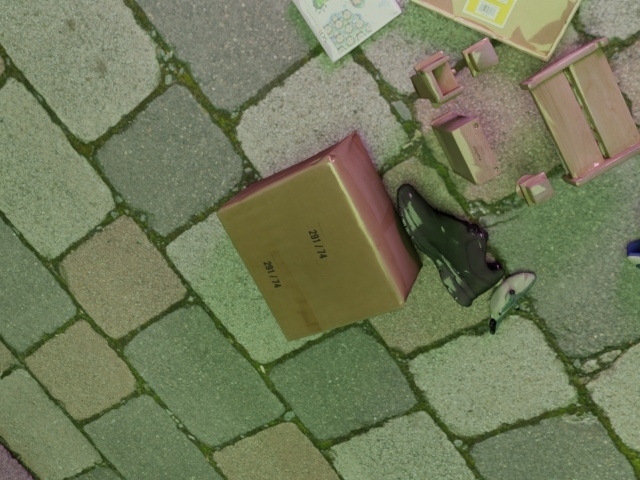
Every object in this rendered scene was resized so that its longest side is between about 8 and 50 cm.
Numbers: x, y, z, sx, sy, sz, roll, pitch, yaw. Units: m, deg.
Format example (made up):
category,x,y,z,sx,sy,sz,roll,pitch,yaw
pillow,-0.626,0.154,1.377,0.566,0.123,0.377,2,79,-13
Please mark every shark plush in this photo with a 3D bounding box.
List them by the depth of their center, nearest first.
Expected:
category,x,y,z,sx,sy,sz,roll,pitch,yaw
shark plush,0.387,0.136,1.166,0.067,0.073,0.161,3,112,-17

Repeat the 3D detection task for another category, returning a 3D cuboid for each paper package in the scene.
category,x,y,z,sx,sy,sz,roll,pitch,yaw
paper package,0.000,0.000,1.145,0.309,0.168,0.325,-21,106,30

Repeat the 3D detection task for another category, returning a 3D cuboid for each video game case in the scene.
category,x,y,z,sx,sy,sz,roll,pitch,yaw
video game case,0.047,-0.430,1.036,0.157,0.019,0.143,-30,102,25

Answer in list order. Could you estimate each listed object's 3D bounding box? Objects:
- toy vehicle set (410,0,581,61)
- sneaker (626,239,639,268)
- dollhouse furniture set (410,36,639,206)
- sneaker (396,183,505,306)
category,x,y,z,sx,sy,sz,roll,pitch,yaw
toy vehicle set,0.300,-0.432,0.949,0.266,0.035,0.166,26,118,4
sneaker,0.632,-0.049,0.962,0.131,0.112,0.297,21,126,13
dollhouse furniture set,0.378,-0.252,0.982,0.355,0.174,0.303,-29,104,6
sneaker,0.256,-0.008,1.125,0.130,0.109,0.286,-35,107,17
